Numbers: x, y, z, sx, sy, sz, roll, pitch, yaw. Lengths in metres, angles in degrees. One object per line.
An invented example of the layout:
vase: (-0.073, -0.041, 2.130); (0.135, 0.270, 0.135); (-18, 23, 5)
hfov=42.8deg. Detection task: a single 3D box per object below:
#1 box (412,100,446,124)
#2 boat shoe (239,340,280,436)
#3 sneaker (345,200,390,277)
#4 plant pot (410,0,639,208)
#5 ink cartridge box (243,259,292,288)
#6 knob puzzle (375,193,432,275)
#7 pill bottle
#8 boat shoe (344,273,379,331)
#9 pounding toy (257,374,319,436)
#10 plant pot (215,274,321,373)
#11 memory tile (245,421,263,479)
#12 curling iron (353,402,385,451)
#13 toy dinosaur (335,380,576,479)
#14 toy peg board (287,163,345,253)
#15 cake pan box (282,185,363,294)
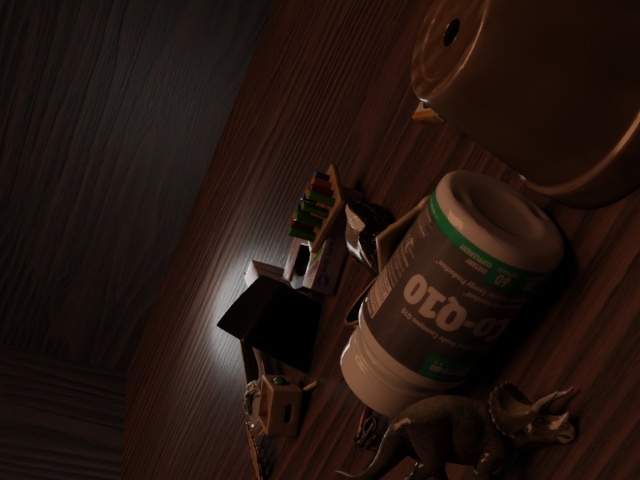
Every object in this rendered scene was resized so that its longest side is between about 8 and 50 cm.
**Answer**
box: (0.230, -0.278, 1.509); (0.081, 0.028, 0.136); (5, 65, 60)
boat shoe: (-0.162, 0.353, 2.093); (0.118, 0.103, 0.320); (125, 153, -42)
sneaker: (0.109, 0.013, 1.679); (0.271, 0.100, 0.108); (-107, 25, -63)
plant pot: (0.289, -0.232, 1.096); (0.323, 0.280, 0.323); (-51, 30, 45)
ink cartridge box: (-0.146, 0.109, 2.248); (0.180, 0.104, 0.060); (-125, 54, -65)
knob puzzle: (0.164, -0.022, 1.295); (0.030, 0.213, 0.213); (48, 126, 27)
pill bottle: (0.183, 0.091, 1.227); (0.204, 0.204, 0.361); (-99, 32, -51)
boat shoe: (0.161, 0.059, 1.444); (0.324, 0.097, 0.116); (-54, 25, 30)
pounding toy: (-0.077, 0.371, 1.892); (0.130, 0.100, 0.141); (-148, 65, -70)
plant pot: (-0.110, 0.189, 1.967); (0.187, 0.188, 0.167); (13, 74, 62)
memory tile: (-0.162, 0.527, 2.010); (0.148, 0.012, 0.113); (-124, 26, -65)
curling iron: (0.116, 0.263, 1.527); (0.068, 0.035, 0.274); (-3, 65, 47)
toy dinosaur: (0.178, 0.267, 1.101); (0.121, 0.314, 0.160); (-38, -56, -79)
toy peg board: (-0.020, -0.085, 1.914); (0.161, 0.079, 0.160); (-60, 23, 29)
cake pan box: (0.000, 0.000, 2.003); (0.246, 0.070, 0.266); (-167, 95, -73)
